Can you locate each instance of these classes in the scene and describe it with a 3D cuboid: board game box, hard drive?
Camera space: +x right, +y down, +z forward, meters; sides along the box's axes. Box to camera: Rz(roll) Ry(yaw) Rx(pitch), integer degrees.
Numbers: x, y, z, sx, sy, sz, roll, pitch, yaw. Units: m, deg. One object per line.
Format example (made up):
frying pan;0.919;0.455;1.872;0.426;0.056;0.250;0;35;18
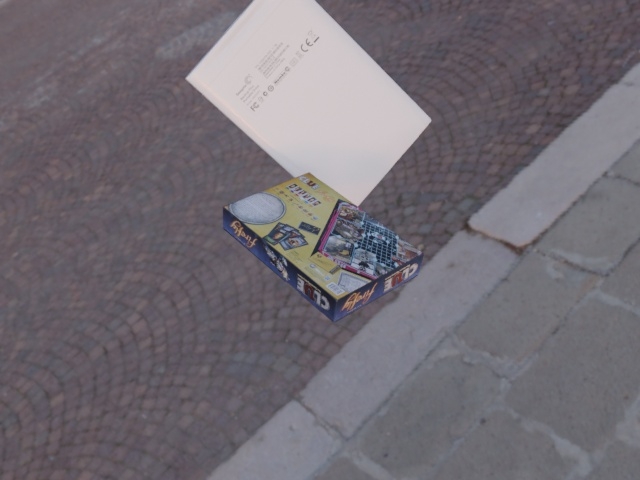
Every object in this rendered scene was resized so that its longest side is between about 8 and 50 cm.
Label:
board game box;0.000;0.000;1.046;0.165;0.042;0.243;-25;48;-34
hard drive;-0.013;-0.234;1.237;0.233;0.353;0.047;-49;18;-1
